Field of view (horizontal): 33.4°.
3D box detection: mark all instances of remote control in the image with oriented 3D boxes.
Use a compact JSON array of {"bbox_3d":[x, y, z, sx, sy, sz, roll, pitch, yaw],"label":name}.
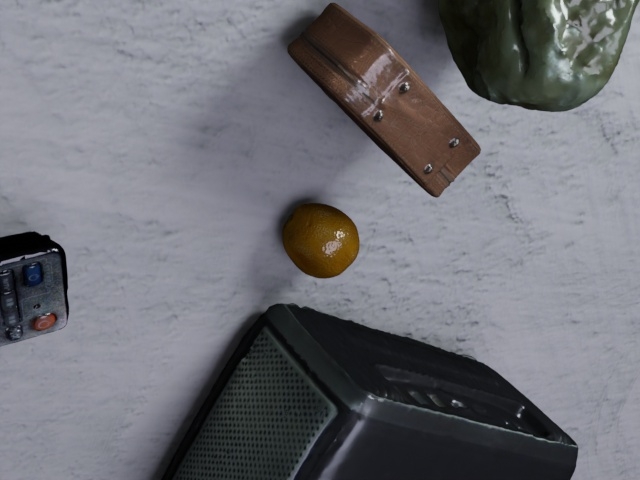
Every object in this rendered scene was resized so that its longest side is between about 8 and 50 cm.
[{"bbox_3d":[-0.414,0.080,0.904,0.399,0.062,0.144,-15,145,-22],"label":"remote control"}]

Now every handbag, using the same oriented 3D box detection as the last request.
[{"bbox_3d":[0.057,-0.137,1.022,0.072,0.151,0.193,-47,134,6],"label":"handbag"}]

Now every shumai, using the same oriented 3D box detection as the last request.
[{"bbox_3d":[0.163,-0.248,0.984,0.222,0.225,0.260,12,73,-26],"label":"shumai"}]

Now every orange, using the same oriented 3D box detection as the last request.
[{"bbox_3d":[0.000,0.000,1.124,0.085,0.085,0.085,-16,126,-23],"label":"orange"}]

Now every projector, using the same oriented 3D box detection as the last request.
[{"bbox_3d":[0.033,0.310,1.233,0.395,0.242,0.405,20,105,-37],"label":"projector"}]
